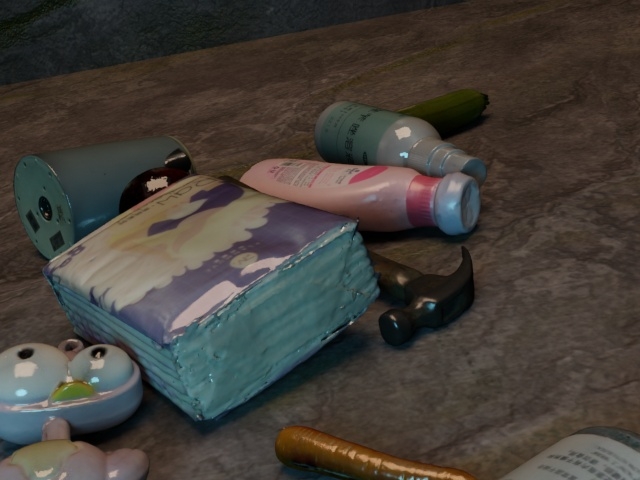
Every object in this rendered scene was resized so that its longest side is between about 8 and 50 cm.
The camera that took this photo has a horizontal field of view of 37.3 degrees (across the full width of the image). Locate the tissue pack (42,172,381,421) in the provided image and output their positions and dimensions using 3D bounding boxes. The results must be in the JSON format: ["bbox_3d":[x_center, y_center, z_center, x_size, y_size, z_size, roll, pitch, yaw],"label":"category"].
[{"bbox_3d":[-0.133,0.042,1.044,0.242,0.125,0.344,-35,30,-25],"label":"tissue pack"}]

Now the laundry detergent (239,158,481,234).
[{"bbox_3d":[0.053,-0.060,1.295,0.335,0.087,0.159,6,23,32],"label":"laundry detergent"}]

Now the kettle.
[{"bbox_3d":[-0.328,-0.068,1.445,0.243,0.160,0.210,-22,-5,-42],"label":"kettle"}]

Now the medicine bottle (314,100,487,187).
[{"bbox_3d":[0.117,-0.131,1.403,0.110,0.110,0.352,-20,24,-23],"label":"medicine bottle"}]

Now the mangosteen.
[{"bbox_3d":[-0.219,-0.050,1.331,0.140,0.140,0.140,-9,22,4],"label":"mangosteen"}]

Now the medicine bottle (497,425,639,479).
[{"bbox_3d":[0.088,0.224,0.521,0.293,0.141,0.141,-22,25,-28],"label":"medicine bottle"}]

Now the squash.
[{"bbox_3d":[0.194,-0.210,1.623,0.258,0.069,0.069,-21,25,-24],"label":"squash"}]

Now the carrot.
[{"bbox_3d":[0.045,0.187,0.777,0.190,0.037,0.037,8,28,30],"label":"carrot"}]

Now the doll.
[{"bbox_3d":[-0.233,0.176,0.841,0.160,0.094,0.365,-10,23,-8],"label":"doll"}]

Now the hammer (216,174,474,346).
[{"bbox_3d":[0.000,0.000,1.156,0.168,0.044,0.440,-26,35,-34],"label":"hammer"}]
